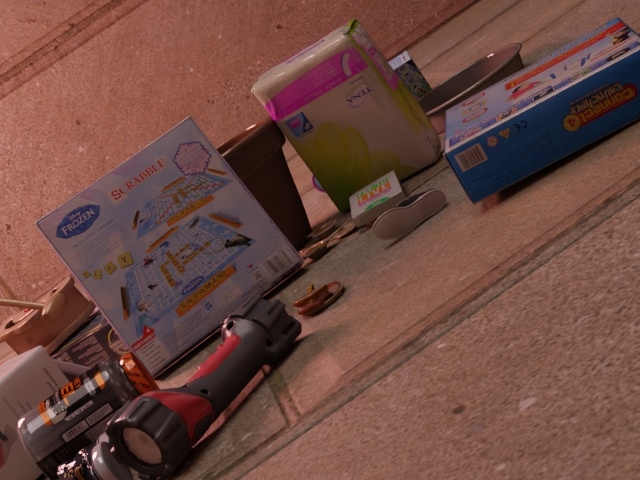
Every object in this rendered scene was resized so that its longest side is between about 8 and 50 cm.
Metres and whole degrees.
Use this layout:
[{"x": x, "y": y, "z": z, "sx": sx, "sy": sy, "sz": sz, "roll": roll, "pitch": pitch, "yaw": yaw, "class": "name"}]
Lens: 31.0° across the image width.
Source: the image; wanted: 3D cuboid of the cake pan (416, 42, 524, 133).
[{"x": 0.294, "y": -0.300, "z": 2.348, "sx": 0.293, "sy": 0.054, "sz": 0.293, "roll": -33, "pitch": 11, "yaw": 7, "class": "cake pan"}]

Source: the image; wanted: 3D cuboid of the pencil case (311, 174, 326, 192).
[{"x": 0.036, "y": -0.156, "z": 2.448, "sx": 0.070, "sy": 0.064, "sz": 0.151, "roll": -57, "pitch": -3, "yaw": 34, "class": "pencil case"}]

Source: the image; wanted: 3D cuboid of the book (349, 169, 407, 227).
[{"x": 0.098, "y": -0.069, "z": 1.977, "sx": 0.096, "sy": 0.035, "sz": 0.144, "roll": -28, "pitch": 15, "yaw": 6, "class": "book"}]

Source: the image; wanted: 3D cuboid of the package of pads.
[{"x": 0.055, "y": -0.225, "z": 2.083, "sx": 0.229, "sy": 0.296, "sz": 0.101, "roll": -27, "pitch": 20, "yaw": 27, "class": "package of pads"}]

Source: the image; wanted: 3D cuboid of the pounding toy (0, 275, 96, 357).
[{"x": -0.541, "y": 0.127, "z": 2.199, "sx": 0.269, "sy": 0.155, "sz": 0.154, "roll": -25, "pitch": 21, "yaw": 43, "class": "pounding toy"}]

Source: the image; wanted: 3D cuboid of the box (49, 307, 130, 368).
[{"x": -0.380, "y": 0.154, "z": 2.254, "sx": 0.395, "sy": 0.097, "sz": 0.318, "roll": -30, "pitch": 10, "yaw": 21, "class": "box"}]

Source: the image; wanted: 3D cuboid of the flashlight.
[{"x": -0.149, "y": 0.178, "z": 1.485, "sx": 0.103, "sy": 0.103, "sz": 0.304, "roll": -28, "pitch": 13, "yaw": 41, "class": "flashlight"}]

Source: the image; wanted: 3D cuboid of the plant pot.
[{"x": -0.137, "y": -0.067, "z": 2.140, "sx": 0.263, "sy": 0.229, "sz": 0.263, "roll": -33, "pitch": 12, "yaw": 8, "class": "plant pot"}]

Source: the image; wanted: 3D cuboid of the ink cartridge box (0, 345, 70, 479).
[{"x": -0.576, "y": 0.358, "z": 1.783, "sx": 0.279, "sy": 0.160, "sz": 0.385, "roll": -21, "pitch": 17, "yaw": 50, "class": "ink cartridge box"}]

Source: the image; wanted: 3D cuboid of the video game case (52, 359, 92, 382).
[{"x": -0.405, "y": 0.231, "z": 1.917, "sx": 0.143, "sy": 0.157, "sz": 0.019, "roll": -20, "pitch": 59, "yaw": 50, "class": "video game case"}]

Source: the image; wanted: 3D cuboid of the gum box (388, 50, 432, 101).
[{"x": 0.149, "y": -0.301, "z": 2.503, "sx": 0.184, "sy": 0.157, "sz": 0.041, "roll": -32, "pitch": 40, "yaw": 11, "class": "gum box"}]

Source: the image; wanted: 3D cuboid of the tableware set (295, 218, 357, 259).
[{"x": 0.000, "y": 0.000, "z": 2.012, "sx": 0.141, "sy": 0.020, "sz": 0.169, "roll": -40, "pitch": 12, "yaw": -28, "class": "tableware set"}]

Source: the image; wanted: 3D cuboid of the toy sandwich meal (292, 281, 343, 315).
[{"x": -0.005, "y": 0.079, "z": 1.667, "sx": 0.086, "sy": 0.029, "sz": 0.085, "roll": -33, "pitch": 11, "yaw": 7, "class": "toy sandwich meal"}]

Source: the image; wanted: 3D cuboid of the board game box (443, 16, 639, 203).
[{"x": 0.333, "y": -0.196, "z": 1.678, "sx": 0.308, "sy": 0.086, "sz": 0.302, "roll": -28, "pitch": 12, "yaw": 14, "class": "board game box"}]

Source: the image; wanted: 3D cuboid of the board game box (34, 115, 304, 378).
[{"x": -0.248, "y": 0.009, "z": 1.916, "sx": 0.319, "sy": 0.318, "sz": 0.066, "roll": -36, "pitch": -7, "yaw": -13, "class": "board game box"}]

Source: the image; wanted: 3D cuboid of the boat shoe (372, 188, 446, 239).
[{"x": 0.130, "y": -0.040, "z": 1.743, "sx": 0.125, "sy": 0.046, "sz": 0.038, "roll": -33, "pitch": 11, "yaw": -10, "class": "boat shoe"}]

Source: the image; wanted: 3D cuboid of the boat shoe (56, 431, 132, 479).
[{"x": -0.293, "y": 0.302, "z": 1.484, "sx": 0.083, "sy": 0.065, "sz": 0.183, "roll": -37, "pitch": 5, "yaw": -7, "class": "boat shoe"}]

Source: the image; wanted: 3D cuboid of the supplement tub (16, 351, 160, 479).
[{"x": -0.322, "y": 0.248, "z": 1.637, "sx": 0.190, "sy": 0.117, "sz": 0.117, "roll": -35, "pitch": 11, "yaw": -5, "class": "supplement tub"}]
